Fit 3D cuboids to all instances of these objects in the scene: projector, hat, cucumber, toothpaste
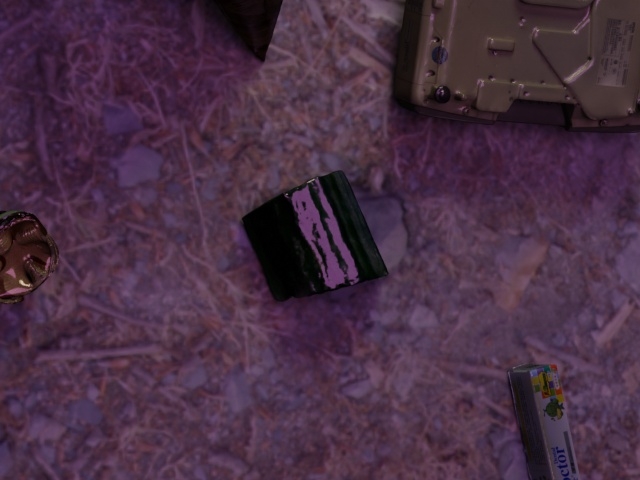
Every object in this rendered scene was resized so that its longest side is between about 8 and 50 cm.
[{"bbox_3d":[0.216,-0.207,1.953,0.270,0.088,0.193,3,101,-21],"label":"projector"},{"bbox_3d":[-0.284,0.011,1.791,0.077,0.059,0.076,-39,116,-13],"label":"hat"},{"bbox_3d":[0.000,0.000,1.896,0.116,0.062,0.115,-24,91,-21],"label":"cucumber"},{"bbox_3d":[0.226,0.203,1.974,0.034,0.046,0.164,-12,91,-24],"label":"toothpaste"}]

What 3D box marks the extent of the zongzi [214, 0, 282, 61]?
[{"bbox_3d":[-0.052,-0.342,1.830,0.138,0.300,0.286,13,66,22],"label":"zongzi"}]
